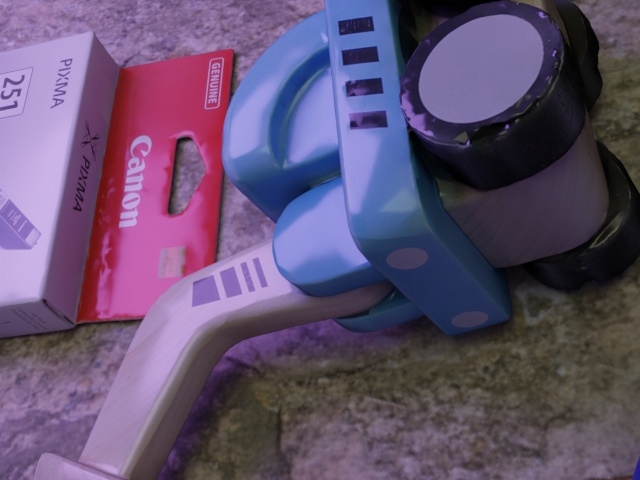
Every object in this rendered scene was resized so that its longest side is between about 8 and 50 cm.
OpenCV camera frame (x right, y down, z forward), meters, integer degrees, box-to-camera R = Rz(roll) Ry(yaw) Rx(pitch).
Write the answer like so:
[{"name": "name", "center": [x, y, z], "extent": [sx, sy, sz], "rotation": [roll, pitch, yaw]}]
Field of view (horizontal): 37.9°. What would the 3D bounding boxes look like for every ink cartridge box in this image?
[{"name": "ink cartridge box", "center": [-0.221, -0.062, 0.863], "extent": [0.261, 0.066, 0.296], "rotation": [-8, 59, 16]}]

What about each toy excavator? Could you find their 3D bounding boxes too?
[{"name": "toy excavator", "center": [0.000, 0.000, 0.696], "extent": [0.445, 0.222, 0.433], "rotation": [-19, 56, 24]}]

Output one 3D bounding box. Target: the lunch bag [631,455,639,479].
[{"name": "lunch bag", "center": [0.288, 0.131, 0.483], "extent": [0.221, 0.138, 0.293], "rotation": [31, 116, 37]}]
